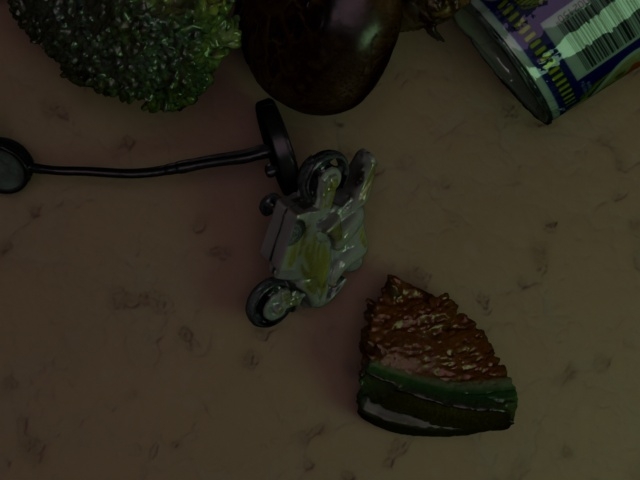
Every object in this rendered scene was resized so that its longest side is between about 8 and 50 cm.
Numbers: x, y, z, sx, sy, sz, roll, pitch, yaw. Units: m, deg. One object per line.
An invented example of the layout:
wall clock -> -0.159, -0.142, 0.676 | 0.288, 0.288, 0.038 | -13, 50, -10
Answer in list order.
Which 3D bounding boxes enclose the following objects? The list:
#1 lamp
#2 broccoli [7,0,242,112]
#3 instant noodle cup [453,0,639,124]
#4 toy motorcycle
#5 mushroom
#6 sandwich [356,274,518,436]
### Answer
lamp -> -0.203, -0.099, 1.616 | 0.371, 0.108, 0.130 | -5, 127, 11
broccoli -> -0.211, -0.276, 1.513 | 0.260, 0.235, 0.288 | -40, 94, 16
instant noodle cup -> 0.319, -0.297, 1.569 | 0.312, 0.284, 0.284 | -38, 89, 2
toy motorcycle -> 0.000, 0.000, 1.581 | 0.151, 0.074, 0.229 | 5, 114, -43
mushroom -> 0.019, -0.283, 1.534 | 0.278, 0.163, 0.297 | 8, 84, 40
sandwich -> 0.132, 0.139, 1.600 | 0.184, 0.109, 0.160 | 10, 66, -1
